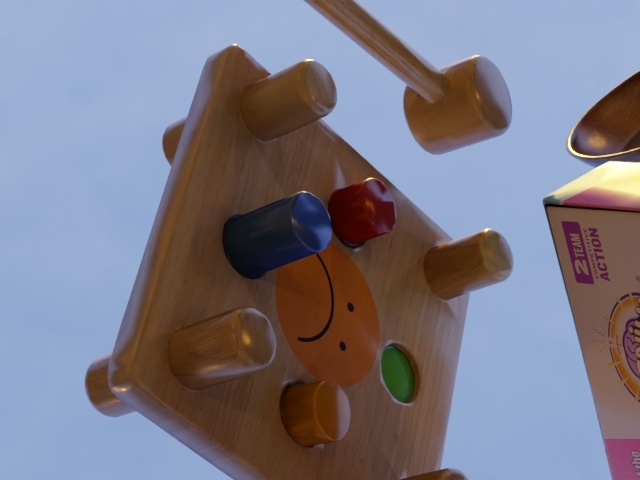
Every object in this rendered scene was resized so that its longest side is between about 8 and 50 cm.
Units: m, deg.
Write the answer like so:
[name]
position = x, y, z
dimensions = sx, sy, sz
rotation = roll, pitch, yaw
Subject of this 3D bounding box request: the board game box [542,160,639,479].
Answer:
[board game box]
position = 0.277, 0.083, 0.875
dimensions = 0.064, 0.242, 0.316
rotation = -28, -158, -33

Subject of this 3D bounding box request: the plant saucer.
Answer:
[plant saucer]
position = 0.262, -0.095, 1.113
dimensions = 0.198, 0.036, 0.198
rotation = -28, -165, 8

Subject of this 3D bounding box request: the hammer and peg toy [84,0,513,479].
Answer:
[hammer and peg toy]
position = 0.000, 0.000, 1.034
dimensions = 0.127, 0.266, 0.361
rotation = -21, -137, 38
